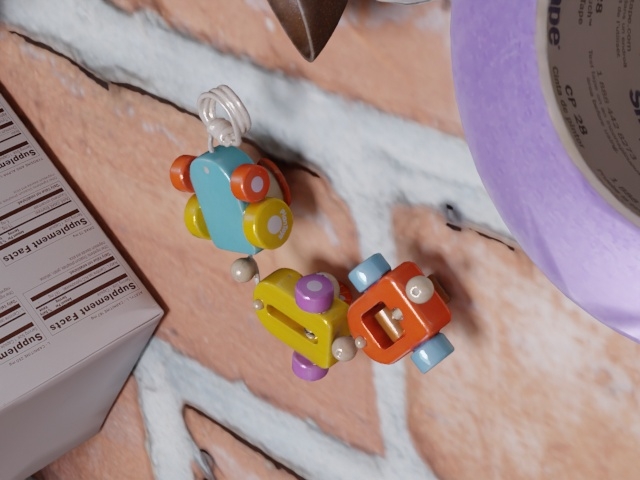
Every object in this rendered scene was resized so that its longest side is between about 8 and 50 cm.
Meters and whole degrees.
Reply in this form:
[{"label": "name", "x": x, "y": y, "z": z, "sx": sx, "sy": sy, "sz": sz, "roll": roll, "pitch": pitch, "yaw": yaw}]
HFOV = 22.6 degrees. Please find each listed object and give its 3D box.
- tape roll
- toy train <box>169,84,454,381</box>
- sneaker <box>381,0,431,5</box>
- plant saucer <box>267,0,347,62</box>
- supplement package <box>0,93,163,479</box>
[{"label": "tape roll", "x": 0.135, "y": -0.060, "z": 0.444, "sx": 0.189, "sy": 0.080, "sz": 0.189, "roll": 3, "pitch": 96, "yaw": 36}, {"label": "toy train", "x": 0.000, "y": 0.000, "z": 0.766, "sx": 0.166, "sy": 0.046, "sz": 0.125, "roll": 50, "pitch": 144, "yaw": 9}, {"label": "sneaker", "x": -0.004, "y": -0.220, "z": 0.545, "sx": 0.112, "sy": 0.131, "sz": 0.296, "roll": -10, "pitch": 85, "yaw": 12}, {"label": "plant saucer", "x": -0.028, "y": -0.153, "z": 0.644, "sx": 0.168, "sy": 0.029, "sz": 0.168, "roll": 63, "pitch": 178, "yaw": 4}, {"label": "supplement package", "x": -0.233, "y": 0.040, "z": 1.004, "sx": 0.203, "sy": 0.149, "sz": 0.194, "roll": 52, "pitch": 146, "yaw": 12}]
